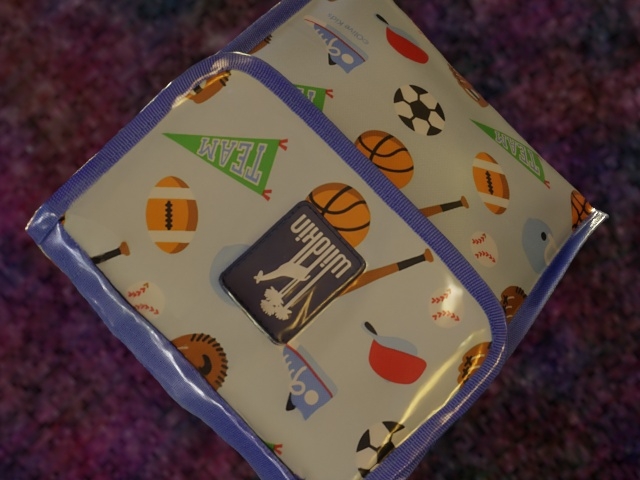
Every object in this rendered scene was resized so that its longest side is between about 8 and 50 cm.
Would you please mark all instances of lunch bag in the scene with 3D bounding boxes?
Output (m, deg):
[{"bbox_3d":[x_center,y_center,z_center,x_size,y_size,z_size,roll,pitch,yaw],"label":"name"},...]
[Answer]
[{"bbox_3d":[0.000,0.000,1.348,0.239,0.328,0.385,-43,1,44],"label":"lunch bag"}]
